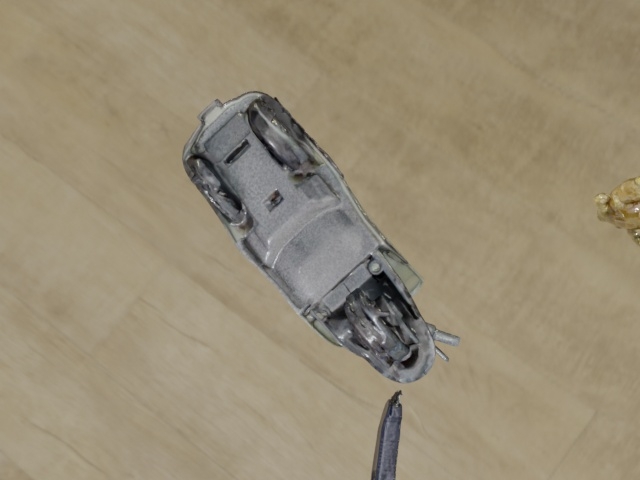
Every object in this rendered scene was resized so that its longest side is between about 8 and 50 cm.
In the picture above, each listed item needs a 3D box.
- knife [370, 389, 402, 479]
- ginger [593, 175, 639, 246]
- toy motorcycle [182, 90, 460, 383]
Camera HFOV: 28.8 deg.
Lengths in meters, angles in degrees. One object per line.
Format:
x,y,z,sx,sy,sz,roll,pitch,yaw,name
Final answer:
0.048,0.171,0.930,0.018,0.031,0.121,8,79,-10,knife
0.400,-0.020,1.418,0.176,0.193,0.052,11,56,17,ginger
0.000,0.000,0.894,0.091,0.157,0.263,-40,68,5,toy motorcycle
